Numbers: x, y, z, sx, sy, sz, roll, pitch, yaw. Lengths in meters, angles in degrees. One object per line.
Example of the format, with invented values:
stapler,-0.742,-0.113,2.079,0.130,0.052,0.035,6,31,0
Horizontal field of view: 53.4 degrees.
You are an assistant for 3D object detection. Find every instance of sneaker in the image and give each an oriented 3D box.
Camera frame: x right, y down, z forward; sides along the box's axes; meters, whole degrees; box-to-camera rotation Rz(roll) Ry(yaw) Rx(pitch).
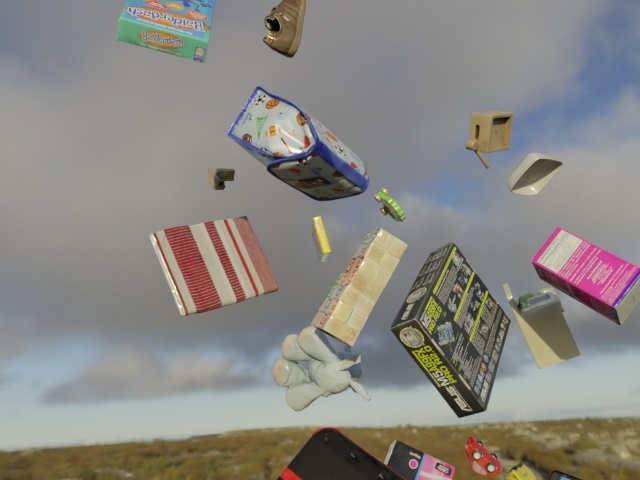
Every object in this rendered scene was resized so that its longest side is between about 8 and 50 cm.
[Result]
sneaker,-0.074,-0.449,1.276,0.071,0.188,0.066,18,-39,-23

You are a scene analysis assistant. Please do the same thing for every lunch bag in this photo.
lunch bag,-0.058,-0.288,2.067,0.386,0.238,0.328,31,1,39

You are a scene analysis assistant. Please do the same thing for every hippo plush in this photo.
hippo plush,0.026,0.360,1.893,0.295,0.234,0.237,-17,-7,23

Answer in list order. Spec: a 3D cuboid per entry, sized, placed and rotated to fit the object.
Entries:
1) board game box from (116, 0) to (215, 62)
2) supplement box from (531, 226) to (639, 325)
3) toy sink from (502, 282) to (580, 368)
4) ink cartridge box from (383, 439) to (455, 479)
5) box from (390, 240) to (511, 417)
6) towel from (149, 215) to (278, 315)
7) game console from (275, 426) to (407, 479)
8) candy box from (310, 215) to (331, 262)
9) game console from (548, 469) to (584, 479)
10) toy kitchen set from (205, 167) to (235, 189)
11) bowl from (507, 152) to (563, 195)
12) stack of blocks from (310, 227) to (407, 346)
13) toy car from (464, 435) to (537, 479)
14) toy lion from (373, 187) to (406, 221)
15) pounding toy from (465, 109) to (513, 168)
board game box,-0.288,-0.425,1.216,0.160,0.210,0.047,11,-49,-15
supplement box,0.613,0.078,1.454,0.220,0.114,0.111,38,-4,41
toy sink,0.636,0.221,1.834,0.131,0.234,0.153,-24,4,14
ink cartridge box,0.204,0.723,1.640,0.176,0.370,0.069,24,-28,6
box,0.253,0.158,1.190,0.060,0.216,0.270,-30,13,37
towel,-0.276,0.062,1.688,0.329,0.236,0.037,-13,-18,-48
game console,0.047,0.684,1.595,0.387,0.342,0.060,26,-25,36
candy box,0.000,0.000,1.810,0.027,0.105,0.206,-18,-8,-5
game console,0.538,0.556,1.308,0.144,0.085,0.124,17,8,16
toy kitchen set,-0.287,-0.165,1.865,0.083,0.075,0.068,-4,-59,-28
bowl,0.619,-0.200,1.865,0.142,0.053,0.142,2,-45,-38
stack of blocks,0.099,0.120,1.672,0.087,0.297,0.171,32,-8,-8
toy car,0.424,0.562,1.406,0.239,0.225,0.053,32,-72,-25
toy lion,0.176,-0.077,1.558,0.034,0.096,0.100,-39,-35,-4
pounding toy,0.543,-0.339,2.151,0.206,0.180,0.094,-14,24,-37
